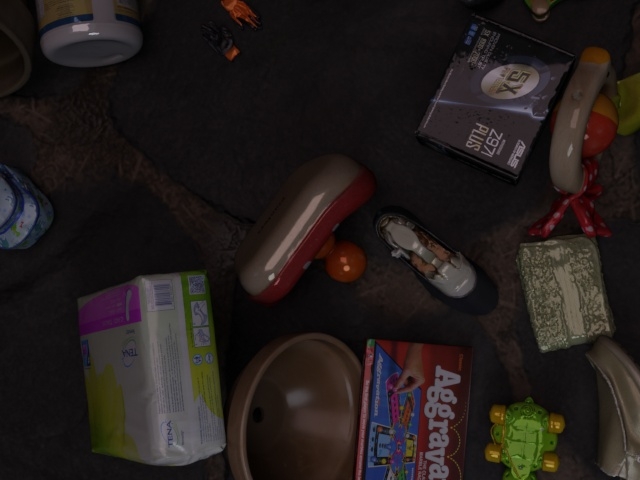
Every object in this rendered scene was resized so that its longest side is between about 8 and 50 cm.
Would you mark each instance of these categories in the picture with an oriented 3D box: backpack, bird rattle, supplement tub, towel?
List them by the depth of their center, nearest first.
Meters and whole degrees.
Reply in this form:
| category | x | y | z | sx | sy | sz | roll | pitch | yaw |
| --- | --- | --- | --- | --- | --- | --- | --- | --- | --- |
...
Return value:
| category | x | y | z | sx | sy | sz | roll | pitch | yaw |
| --- | --- | --- | --- | --- | --- | --- | --- | --- | --- |
| bird rattle | 0.320 | -0.126 | 1.191 | 0.143 | 0.207 | 0.253 | 26 | 82 | 31 |
| towel | 0.319 | 0.068 | 1.255 | 0.110 | 0.027 | 0.148 | -11 | 83 | 12 |
| supplement tub | -0.334 | -0.360 | 1.364 | 0.144 | 0.144 | 0.200 | -10 | 84 | 11 |
| backpack | -0.457 | -0.044 | 1.397 | 0.114 | 0.084 | 0.105 | 42 | 97 | 9 |

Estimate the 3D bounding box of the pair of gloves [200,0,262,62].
| category | x | y | z | sx | sy | sz | roll | pitch | yaw |
| --- | --- | --- | --- | --- | --- | --- | --- | --- | --- |
| pair of gloves | -0.128 | -0.307 | 1.386 | 0.074 | 0.010 | 0.083 | 41 | 97 | 10 |

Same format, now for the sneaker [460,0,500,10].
| category | x | y | z | sx | sy | sz | roll | pitch | yaw |
| --- | --- | --- | --- | --- | --- | --- | --- | --- | --- |
| sneaker | 0.228 | -0.451 | 1.286 | 0.121 | 0.111 | 0.300 | 14 | 83 | 23 |

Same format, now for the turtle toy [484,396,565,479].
| category | x | y | z | sx | sy | sz | roll | pitch | yaw |
| --- | --- | --- | --- | --- | --- | --- | --- | --- | --- |
| turtle toy | 0.260 | 0.265 | 1.232 | 0.095 | 0.066 | 0.130 | 8 | 88 | 14 |

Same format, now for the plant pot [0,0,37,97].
| category | x | y | z | sx | sy | sz | roll | pitch | yaw |
| --- | --- | --- | --- | --- | --- | --- | --- | --- | --- |
| plant pot | -0.545 | -0.392 | 1.355 | 0.323 | 0.323 | 0.280 | 0 | 69 | 12 |

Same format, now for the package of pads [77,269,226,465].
| category | x | y | z | sx | sy | sz | roll | pitch | yaw |
| --- | --- | --- | --- | --- | --- | --- | --- | --- | --- |
| package of pads | -0.227 | 0.170 | 1.238 | 0.101 | 0.296 | 0.229 | -4 | 83 | -29 |

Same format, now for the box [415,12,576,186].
| category | x | y | z | sx | sy | sz | roll | pitch | yaw |
| --- | --- | --- | --- | --- | --- | --- | --- | --- | --- |
| box | 0.230 | -0.184 | 1.267 | 0.147 | 0.077 | 0.180 | 27 | 91 | 12 |

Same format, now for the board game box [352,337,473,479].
| category | x | y | z | sx | sy | sz | roll | pitch | yaw |
| --- | --- | --- | --- | --- | --- | --- | --- | --- | --- |
| board game box | 0.118 | 0.274 | 1.261 | 0.145 | 0.027 | 0.281 | 5 | 87 | -7 |

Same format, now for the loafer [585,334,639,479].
| category | x | y | z | sx | sy | sz | roll | pitch | yaw |
| --- | --- | --- | --- | --- | --- | --- | --- | --- | --- |
| loafer | 0.381 | 0.250 | 1.190 | 0.092 | 0.102 | 0.268 | -21 | 83 | 6 |

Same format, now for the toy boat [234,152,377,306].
| category | x | y | z | sx | sy | sz | roll | pitch | yaw |
| --- | --- | --- | --- | --- | --- | --- | --- | --- | --- |
| toy boat | 0.000 | 0.000 | 1.287 | 0.151 | 0.151 | 0.231 | 35 | 94 | -18 |

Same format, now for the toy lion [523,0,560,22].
| category | x | y | z | sx | sy | sz | roll | pitch | yaw |
| --- | --- | --- | --- | --- | --- | --- | --- | --- | --- |
| toy lion | 0.312 | -0.356 | 1.289 | 0.100 | 0.034 | 0.096 | -28 | 74 | 9 |

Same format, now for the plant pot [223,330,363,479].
| category | x | y | z | sx | sy | sz | roll | pitch | yaw |
| --- | --- | --- | --- | --- | --- | --- | --- | --- | --- |
| plant pot | -0.049 | 0.234 | 1.244 | 0.110 | 0.237 | 0.237 | 0 | 85 | 44 |

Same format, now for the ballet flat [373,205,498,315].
| category | x | y | z | sx | sy | sz | roll | pitch | yaw |
| --- | --- | --- | --- | --- | --- | --- | --- | --- | --- |
| ballet flat | 0.148 | 0.027 | 1.272 | 0.203 | 0.074 | 0.074 | 41 | 95 | 11 |
